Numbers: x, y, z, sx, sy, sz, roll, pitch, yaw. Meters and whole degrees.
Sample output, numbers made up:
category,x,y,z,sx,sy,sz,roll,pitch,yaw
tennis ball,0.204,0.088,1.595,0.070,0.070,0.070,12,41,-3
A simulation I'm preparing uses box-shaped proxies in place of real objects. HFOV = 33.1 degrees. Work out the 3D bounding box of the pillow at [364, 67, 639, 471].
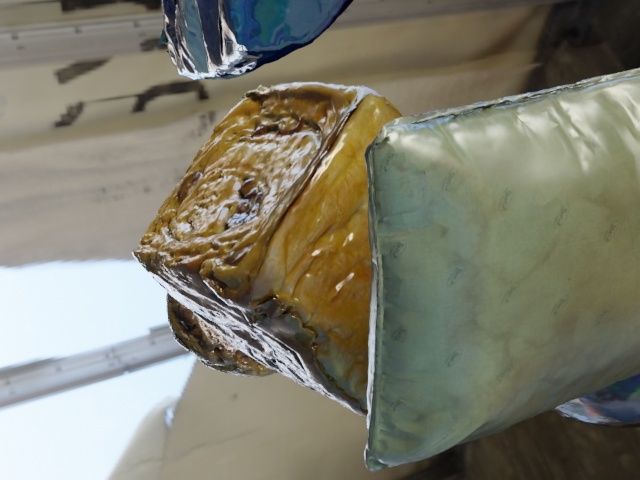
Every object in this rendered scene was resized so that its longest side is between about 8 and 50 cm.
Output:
category,x,y,z,sx,sy,sz,roll,pitch,yaw
pillow,0.158,-0.001,0.511,0.075,0.302,0.185,-130,-149,-52

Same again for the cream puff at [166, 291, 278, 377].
category,x,y,z,sx,sy,sz,roll,pitch,yaw
cream puff,-0.100,0.078,1.256,0.169,0.183,0.183,140,-67,-69

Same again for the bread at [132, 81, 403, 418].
category,x,y,z,sx,sy,sz,roll,pitch,yaw
bread,0.000,0.000,0.634,0.143,0.158,0.149,45,-11,-31

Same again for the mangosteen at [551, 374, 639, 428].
category,x,y,z,sx,sy,sz,roll,pitch,yaw
mangosteen,0.261,0.016,0.993,0.297,0.313,0.297,-47,-160,23

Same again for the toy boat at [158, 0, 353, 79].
category,x,y,z,sx,sy,sz,roll,pitch,yaw
toy boat,-0.029,-0.167,0.414,0.291,0.070,0.210,33,-73,65
